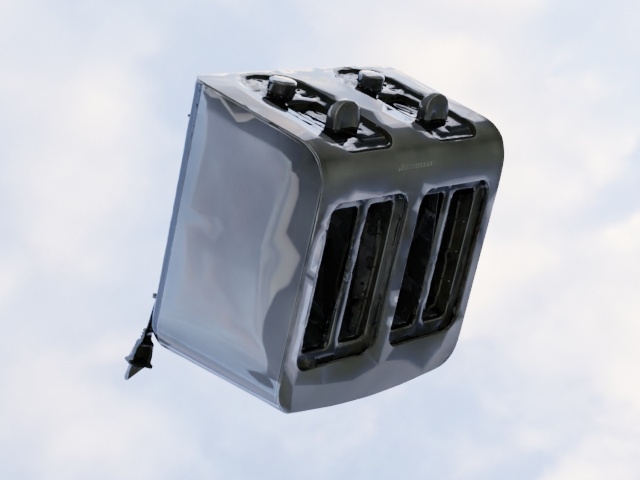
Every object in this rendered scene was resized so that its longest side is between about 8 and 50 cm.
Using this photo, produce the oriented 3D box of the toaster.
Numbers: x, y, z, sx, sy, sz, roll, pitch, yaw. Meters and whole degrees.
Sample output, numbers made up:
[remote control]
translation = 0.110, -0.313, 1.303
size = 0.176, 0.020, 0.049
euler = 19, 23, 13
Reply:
[toaster]
translation = 0.000, 0.000, 0.841
size = 0.110, 0.186, 0.168
euler = 27, -156, 36
